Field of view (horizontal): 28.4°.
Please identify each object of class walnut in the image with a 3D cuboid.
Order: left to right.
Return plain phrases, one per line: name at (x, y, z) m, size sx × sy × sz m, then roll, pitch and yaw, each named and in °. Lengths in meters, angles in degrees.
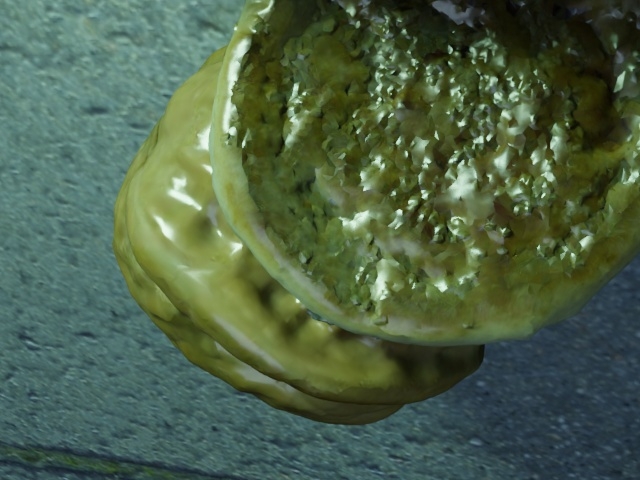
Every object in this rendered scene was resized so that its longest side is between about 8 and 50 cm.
walnut at (0.000, 0.000, 0.794) m, size 0.257 × 0.257 × 0.224 m, roll 32°, pitch 123°, yaw -9°

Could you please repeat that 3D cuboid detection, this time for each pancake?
pancake at (0.076, -0.076, 0.672) m, size 0.282 × 0.282 × 0.049 m, roll 28°, pitch -177°, yaw -3°
